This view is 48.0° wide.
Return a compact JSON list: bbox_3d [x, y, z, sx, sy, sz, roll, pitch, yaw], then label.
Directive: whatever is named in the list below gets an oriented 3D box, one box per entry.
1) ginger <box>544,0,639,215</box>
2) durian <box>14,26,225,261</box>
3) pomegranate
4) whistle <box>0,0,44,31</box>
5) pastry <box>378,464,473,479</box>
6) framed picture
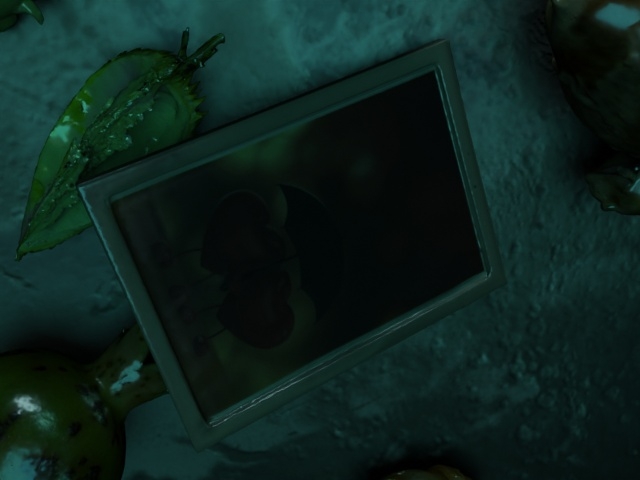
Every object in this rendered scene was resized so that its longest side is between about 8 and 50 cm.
[{"bbox_3d":[0.263,-0.187,0.464,0.256,0.176,0.375,2,120,-26],"label":"ginger"},{"bbox_3d":[-0.138,-0.072,0.501,0.086,0.100,0.215,39,108,-19],"label":"durian"},{"bbox_3d":[-0.186,0.146,0.548,0.220,0.156,0.156,-14,110,-10],"label":"pomegranate"},{"bbox_3d":[-0.258,-0.225,0.445,0.227,0.105,0.085,49,58,-18],"label":"whistle"},{"bbox_3d":[0.097,0.275,0.650,0.153,0.081,0.153,-1,105,-3],"label":"pastry"},{"bbox_3d":[0.000,0.000,0.533,0.289,0.020,0.211,-25,111,-18],"label":"framed picture"}]
